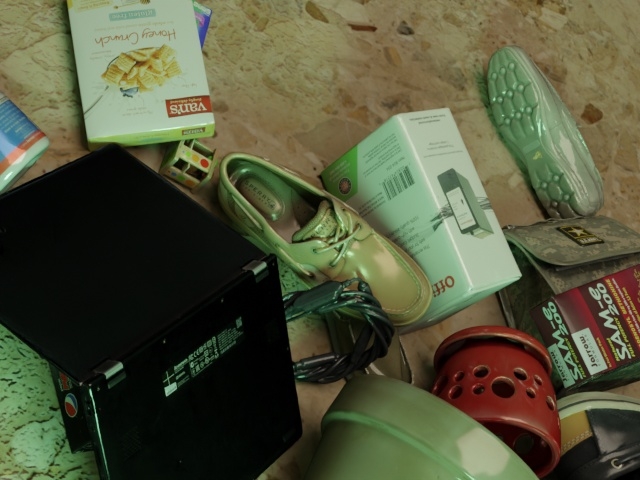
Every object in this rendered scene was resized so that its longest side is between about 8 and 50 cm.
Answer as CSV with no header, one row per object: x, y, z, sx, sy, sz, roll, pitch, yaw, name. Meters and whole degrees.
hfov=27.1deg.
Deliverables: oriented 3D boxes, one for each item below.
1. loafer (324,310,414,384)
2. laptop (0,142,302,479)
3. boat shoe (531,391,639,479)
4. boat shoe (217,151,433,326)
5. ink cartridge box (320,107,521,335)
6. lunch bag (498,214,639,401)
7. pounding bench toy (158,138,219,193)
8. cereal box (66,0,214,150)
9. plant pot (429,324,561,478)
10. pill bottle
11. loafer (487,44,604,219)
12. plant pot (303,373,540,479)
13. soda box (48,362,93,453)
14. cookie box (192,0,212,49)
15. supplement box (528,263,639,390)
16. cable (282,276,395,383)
0.063,0.111,1.853,0.094,0.087,0.251,-19,79,-40,loafer
-0.238,0.131,1.607,0.382,0.236,0.408,-35,122,-52,laptop
0.539,0.332,1.997,0.500,0.187,0.156,8,45,-31,boat shoe
0.000,0.000,1.786,0.341,0.110,0.122,32,78,8,boat shoe
0.139,-0.023,1.904,0.114,0.198,0.273,-12,75,-40,ink cartridge box
0.412,0.085,2.067,0.235,0.169,0.287,-9,65,-33,lunch bag
-0.174,-0.119,1.828,0.065,0.052,0.083,29,53,-21,pounding bench toy
-0.247,-0.245,1.803,0.173,0.047,0.240,-9,70,-11,cereal box
0.243,0.227,1.857,0.191,0.191,0.174,28,48,-21,plant pot
-0.448,-0.154,1.605,0.221,0.124,0.124,44,49,-7,pill bottle
0.379,-0.180,2.223,0.111,0.112,0.319,-22,88,-45,loafer
0.085,0.372,1.619,0.323,0.323,0.280,43,65,-10,plant pot
-0.285,0.166,1.595,0.053,0.060,0.169,-3,69,-41,soda box
-0.212,-0.303,1.904,0.091,0.040,0.107,26,55,-23,cookie box
0.434,0.115,1.916,0.239,0.073,0.130,-18,76,-28,supplement box
0.003,0.126,1.770,0.150,0.184,0.047,55,15,-33,cable
